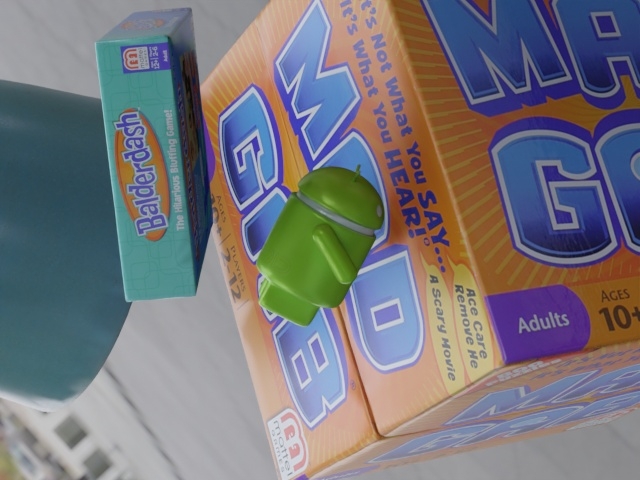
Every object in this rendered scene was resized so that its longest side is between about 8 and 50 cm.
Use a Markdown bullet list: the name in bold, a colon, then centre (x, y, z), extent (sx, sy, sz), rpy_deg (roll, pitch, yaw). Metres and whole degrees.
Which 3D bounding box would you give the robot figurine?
- **robot figurine**: centre (0.000, 0.000, 1.069), extent (0.067, 0.115, 0.101), rpy_deg (27, -171, -5)

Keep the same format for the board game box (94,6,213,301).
- **board game box**: centre (-0.104, -0.064, 1.021), extent (0.210, 0.047, 0.160), rpy_deg (-96, 1, -78)

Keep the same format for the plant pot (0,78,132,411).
- **plant pot**: centre (-0.317, -0.013, 1.379), extent (0.235, 0.293, 0.293), rpy_deg (15, -177, -29)

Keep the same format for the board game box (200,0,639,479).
- **board game box**: centre (0.146, -0.034, 1.284), extent (0.356, 0.356, 0.357), rpy_deg (-40, 62, 56)
